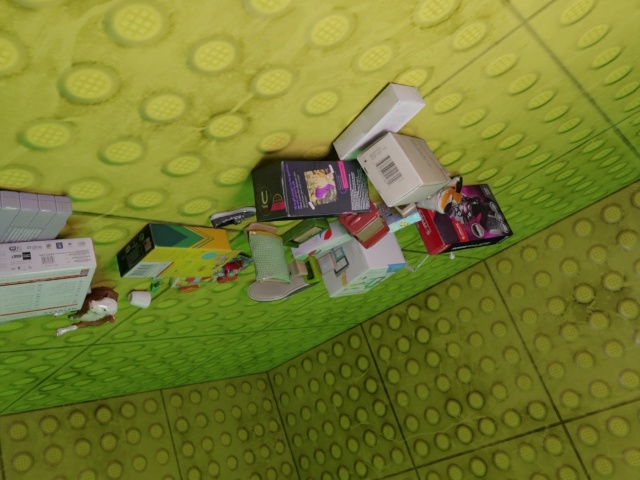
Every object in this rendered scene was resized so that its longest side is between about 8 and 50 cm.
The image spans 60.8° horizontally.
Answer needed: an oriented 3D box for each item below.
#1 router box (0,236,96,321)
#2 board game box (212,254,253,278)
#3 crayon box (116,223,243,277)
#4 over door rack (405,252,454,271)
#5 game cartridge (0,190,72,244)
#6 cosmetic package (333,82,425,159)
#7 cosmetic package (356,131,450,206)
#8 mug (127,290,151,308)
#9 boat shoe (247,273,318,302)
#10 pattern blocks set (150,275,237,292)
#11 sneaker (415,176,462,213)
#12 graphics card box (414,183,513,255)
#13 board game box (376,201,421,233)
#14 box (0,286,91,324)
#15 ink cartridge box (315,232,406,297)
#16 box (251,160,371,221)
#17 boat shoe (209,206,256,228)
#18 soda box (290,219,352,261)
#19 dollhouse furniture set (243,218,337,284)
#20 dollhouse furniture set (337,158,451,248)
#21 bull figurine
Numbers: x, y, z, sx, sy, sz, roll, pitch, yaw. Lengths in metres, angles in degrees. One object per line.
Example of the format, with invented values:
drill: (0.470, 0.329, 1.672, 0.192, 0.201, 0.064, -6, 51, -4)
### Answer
router box: (-0.756, 0.107, 1.346, 0.336, 0.082, 0.301, -6, 156, -35)
board game box: (-0.312, 0.106, 1.937, 0.133, 0.033, 0.169, -31, 158, 12)
crayon box: (-0.420, 0.038, 1.653, 0.202, 0.081, 0.319, -34, 155, 34)
over door rack: (0.517, -0.005, 2.251, 0.324, 0.108, 0.239, -43, -176, 46)
game cartridge: (-0.750, -0.006, 1.260, 0.355, 0.068, 0.230, -35, 160, 35)
cosmetic package: (0.142, -0.291, 1.368, 0.099, 0.060, 0.239, -8, 157, -41)
cosmetic package: (0.232, -0.189, 1.466, 0.113, 0.160, 0.309, -35, 172, 26)
mug: (-0.644, 0.208, 1.913, 0.078, 0.062, 0.064, -40, 145, 28)
boat shoe: (-0.142, 0.193, 2.277, 0.335, 0.112, 0.095, -17, 156, -18)
pattern blocks set: (-0.440, 0.127, 1.942, 0.325, 0.026, 0.285, -13, 158, -20)
sneaker: (0.415, -0.168, 1.899, 0.121, 0.099, 0.262, 9, -160, 29)
graphics card box: (0.517, -0.083, 2.018, 0.371, 0.232, 0.094, -6, 155, -32)
board game box: (0.229, -0.079, 1.881, 0.212, 0.160, 0.039, -24, 120, 10)
box: (-0.849, 0.174, 1.616, 0.324, 0.067, 0.063, -19, 159, -2)
ink cartridge box: (0.149, 0.073, 2.117, 0.198, 0.197, 0.270, -3, 154, -38)
box: (-0.023, -0.129, 1.443, 0.270, 0.143, 0.165, -5, 179, -35)
boat shoe: (-0.253, -0.064, 1.606, 0.142, 0.040, 0.049, -13, 159, -19)
soda box: (0.000, 0.000, 1.974, 0.216, 0.069, 0.074, -24, 160, 11)
dollhouse furniture set: (-0.085, 0.029, 1.778, 0.151, 0.197, 0.302, -30, 159, 27)
dollhouse furniture set: (0.219, -0.157, 1.727, 0.374, 0.152, 0.201, -40, 158, 2)
bull figurine: (-0.704, 0.210, 1.668, 0.189, 0.101, 0.310, -15, -175, -12)
